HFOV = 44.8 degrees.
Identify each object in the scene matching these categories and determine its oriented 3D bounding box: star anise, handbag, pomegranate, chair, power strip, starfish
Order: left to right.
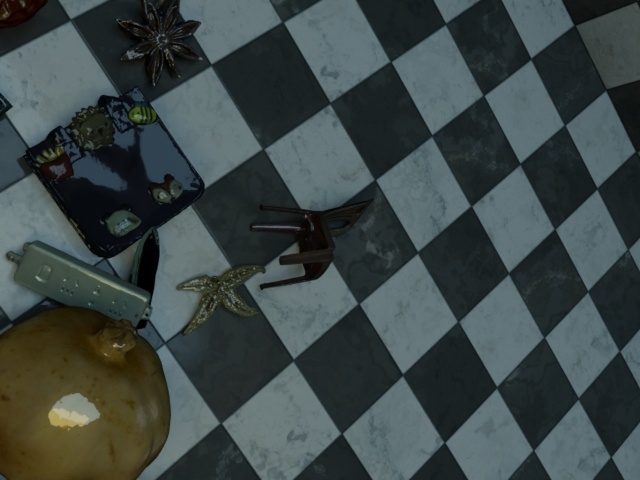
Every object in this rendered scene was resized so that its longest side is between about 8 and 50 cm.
[{"bbox_3d":[-0.497,0.312,1.581,0.411,0.411,0.411,2,85,-29],"label":"pomegranate"},{"bbox_3d":[-0.531,0.098,1.711,0.338,0.058,0.098,27,101,-10],"label":"power strip"},{"bbox_3d":[-0.467,-0.160,1.780,0.303,0.122,0.329,-38,103,-25],"label":"handbag"},{"bbox_3d":[-0.383,-0.499,1.869,0.230,0.081,0.262,17,89,-27],"label":"star anise"},{"bbox_3d":[-0.234,0.142,1.929,0.247,0.050,0.138,-13,94,-26],"label":"starfish"},{"bbox_3d":[0.000,0.000,1.986,0.326,0.175,0.183,-5,64,-25],"label":"chair"}]

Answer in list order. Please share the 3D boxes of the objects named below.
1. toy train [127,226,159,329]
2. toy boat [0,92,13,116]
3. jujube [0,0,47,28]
[{"bbox_3d":[-0.411,0.082,1.781,0.055,0.048,0.252,0,109,-44],"label":"toy train"},{"bbox_3d":[-0.766,-0.340,1.635,0.246,0.103,0.093,49,67,-15],"label":"toy boat"},{"bbox_3d":[-0.713,-0.534,1.633,0.290,0.197,0.197,-24,98,-13],"label":"jujube"}]
